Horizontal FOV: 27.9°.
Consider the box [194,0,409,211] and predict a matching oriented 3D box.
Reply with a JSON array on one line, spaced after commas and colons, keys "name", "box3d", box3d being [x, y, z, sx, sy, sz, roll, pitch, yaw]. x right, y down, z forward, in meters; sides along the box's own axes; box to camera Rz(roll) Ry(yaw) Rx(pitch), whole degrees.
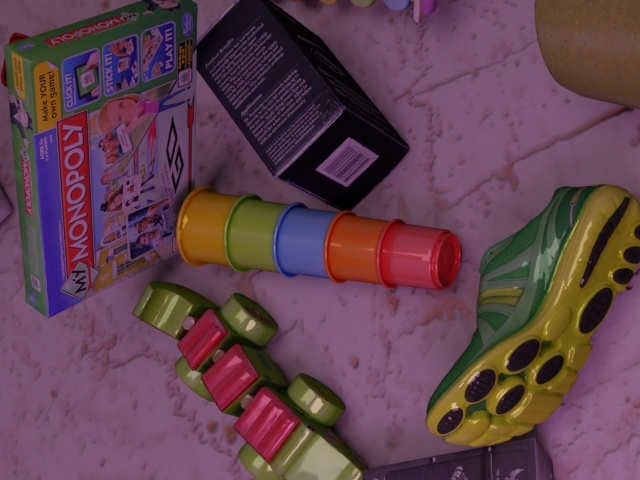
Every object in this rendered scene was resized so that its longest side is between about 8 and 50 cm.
[{"name": "box", "box3d": [-0.025, -0.152, 1.410, 0.108, 0.153, 0.207, -44, 58, 14]}]

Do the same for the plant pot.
[{"name": "plant pot", "box3d": [0.345, -0.214, 1.164, 0.254, 0.276, 0.276, 12, 82, 44]}]

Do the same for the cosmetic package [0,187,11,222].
[{"name": "cosmetic package", "box3d": [-0.685, -0.093, 1.640, 0.329, 0.394, 0.327, -42, 59, 13]}]

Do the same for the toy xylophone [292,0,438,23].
[{"name": "toy xylophone", "box3d": [0.019, -0.375, 1.434, 0.323, 0.081, 0.236, 19, 125, 38]}]

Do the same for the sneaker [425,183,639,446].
[{"name": "sneaker", "box3d": [0.201, 0.072, 1.244, 0.295, 0.109, 0.123, -53, 29, -6]}]

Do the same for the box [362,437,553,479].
[{"name": "box", "box3d": [0.127, 0.308, 1.194, 0.183, 0.056, 0.231, -15, 48, 21]}]

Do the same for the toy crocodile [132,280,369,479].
[{"name": "toy crocodile", "box3d": [-0.076, 0.159, 1.379, 0.115, 0.105, 0.340, -49, 58, 10]}]

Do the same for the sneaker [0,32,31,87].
[{"name": "sneaker", "box3d": [-0.305, -0.224, 1.609, 0.221, 0.128, 0.087, -26, 65, 23]}]

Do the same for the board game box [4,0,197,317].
[{"name": "board game box", "box3d": [-0.228, -0.091, 1.386, 0.046, 0.214, 0.317, 32, 134, 32]}]

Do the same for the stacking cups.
[{"name": "stacking cups", "box3d": [0.000, 0.000, 1.399, 0.316, 0.096, 0.096, 7, 80, 27]}]
